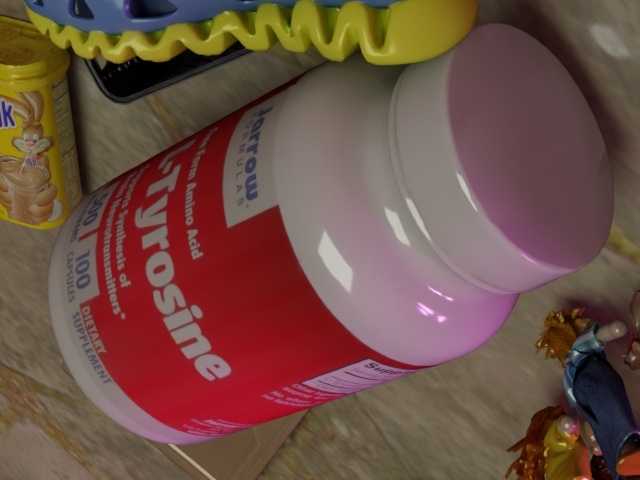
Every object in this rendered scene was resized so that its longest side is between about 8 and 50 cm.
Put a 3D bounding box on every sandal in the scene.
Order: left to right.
[{"bbox_3d":[-0.056,-0.193,0.970,0.317,0.126,0.138,0,119,19],"label":"sandal"}]

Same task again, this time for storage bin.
[{"bbox_3d":[-0.108,-0.192,1.136,0.180,0.084,0.122,-16,109,39],"label":"storage bin"}]

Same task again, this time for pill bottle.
[{"bbox_3d":[0.000,0.000,1.093,0.407,0.229,0.229,-24,104,42],"label":"pill bottle"}]

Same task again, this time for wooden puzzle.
[{"bbox_3d":[-0.124,0.126,1.395,0.221,0.044,0.239,39,138,5],"label":"wooden puzzle"}]

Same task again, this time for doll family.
[{"bbox_3d":[0.205,0.137,1.103,0.118,0.163,0.263,-2,126,-10],"label":"doll family"}]

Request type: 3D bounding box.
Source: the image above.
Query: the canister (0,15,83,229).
[{"bbox_3d":[-0.274,-0.104,1.316,0.126,0.073,0.170,17,129,25],"label":"canister"}]
